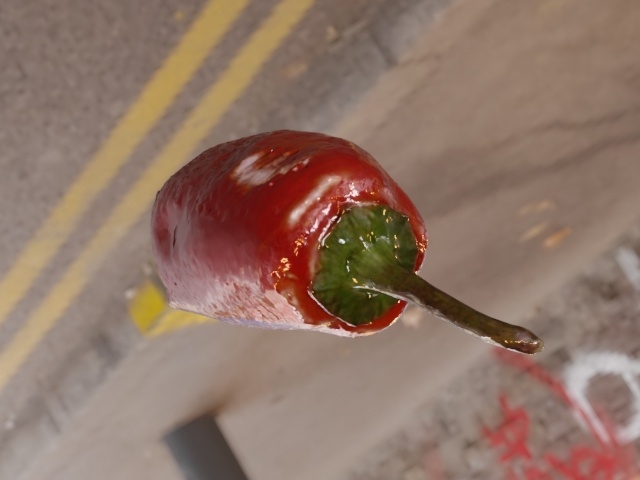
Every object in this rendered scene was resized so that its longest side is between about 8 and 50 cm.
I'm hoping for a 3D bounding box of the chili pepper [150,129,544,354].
[{"bbox_3d":[-0.004,-0.002,1.173,0.135,0.131,0.338,-13,-169,-23],"label":"chili pepper"}]
